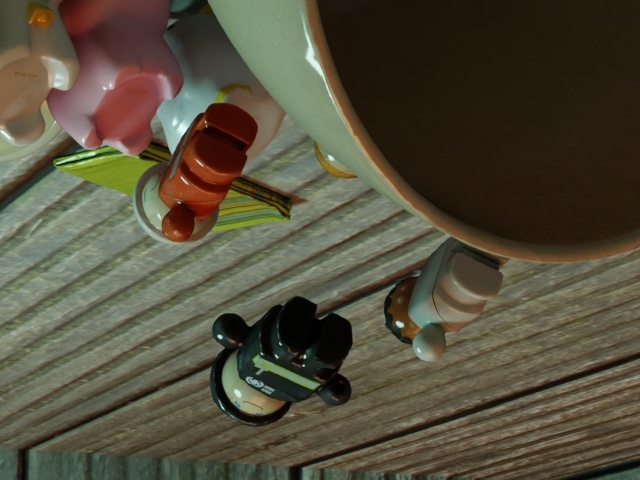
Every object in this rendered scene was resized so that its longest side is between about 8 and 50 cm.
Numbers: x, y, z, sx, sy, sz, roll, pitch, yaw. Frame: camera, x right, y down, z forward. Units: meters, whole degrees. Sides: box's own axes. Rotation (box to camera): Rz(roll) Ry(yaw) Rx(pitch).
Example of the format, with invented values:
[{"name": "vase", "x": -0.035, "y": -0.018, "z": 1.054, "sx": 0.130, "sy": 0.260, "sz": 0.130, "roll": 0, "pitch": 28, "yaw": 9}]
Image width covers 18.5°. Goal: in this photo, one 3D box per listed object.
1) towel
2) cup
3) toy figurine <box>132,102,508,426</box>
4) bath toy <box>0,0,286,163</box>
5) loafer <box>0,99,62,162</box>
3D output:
[{"name": "towel", "x": -0.132, "y": -0.046, "z": 1.812, "sx": 0.102, "sy": 0.021, "sz": 0.237, "roll": -12, "pitch": 161, "yaw": 31}, {"name": "cup", "x": 0.059, "y": -0.176, "z": 0.925, "sx": 0.331, "sy": 0.331, "sz": 0.237, "roll": 11, "pitch": -174, "yaw": -38}, {"name": "toy figurine", "x": 0.000, "y": 0.000, "z": 1.303, "sx": 0.209, "sy": 0.213, "sz": 0.148, "roll": -22, "pitch": 169, "yaw": -26}, {"name": "bath toy", "x": -0.160, "y": -0.138, "z": 1.301, "sx": 0.348, "sy": 0.129, "sz": 0.151, "roll": 12, "pitch": 118, "yaw": -50}, {"name": "loafer", "x": -0.289, "y": -0.105, "z": 1.442, "sx": 0.268, "sy": 0.102, "sz": 0.092, "roll": -11, "pitch": 167, "yaw": 34}]
